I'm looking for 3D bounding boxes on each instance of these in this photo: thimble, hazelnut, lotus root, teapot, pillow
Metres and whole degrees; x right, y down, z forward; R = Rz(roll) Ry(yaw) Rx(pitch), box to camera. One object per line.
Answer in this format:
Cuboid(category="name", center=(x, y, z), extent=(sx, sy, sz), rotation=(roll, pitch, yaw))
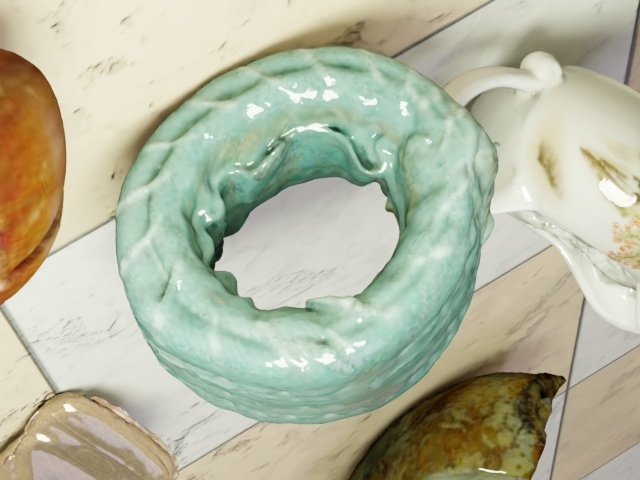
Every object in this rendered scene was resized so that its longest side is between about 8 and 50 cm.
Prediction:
Cuboid(category="thimble", center=(0.000, 0.000, 1.034), extent=(0.235, 0.198, 0.143), rotation=(-25, 159, -6))
Cuboid(category="hazelnut", center=(-0.191, -0.028, 0.821), extent=(0.154, 0.143, 0.143), rotation=(-38, 159, 31))
Cuboid(category="lotus root", center=(0.115, 0.229, 1.778), extent=(0.314, 0.142, 0.210), rotation=(-59, -175, 38))
Cuboid(category="teapot", center=(0.179, -0.036, 1.216), extent=(0.298, 0.204, 0.139), rotation=(34, 89, -33))
Cuboid(category="pillow", center=(-0.213, 0.199, 1.311), extent=(0.211, 0.034, 0.135), rotation=(-38, 125, 11))
